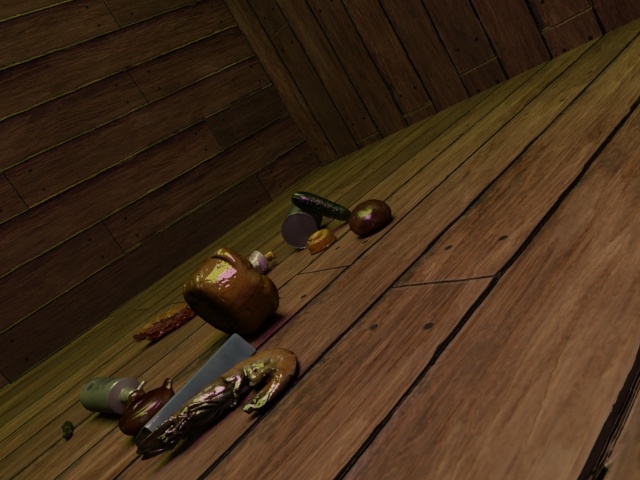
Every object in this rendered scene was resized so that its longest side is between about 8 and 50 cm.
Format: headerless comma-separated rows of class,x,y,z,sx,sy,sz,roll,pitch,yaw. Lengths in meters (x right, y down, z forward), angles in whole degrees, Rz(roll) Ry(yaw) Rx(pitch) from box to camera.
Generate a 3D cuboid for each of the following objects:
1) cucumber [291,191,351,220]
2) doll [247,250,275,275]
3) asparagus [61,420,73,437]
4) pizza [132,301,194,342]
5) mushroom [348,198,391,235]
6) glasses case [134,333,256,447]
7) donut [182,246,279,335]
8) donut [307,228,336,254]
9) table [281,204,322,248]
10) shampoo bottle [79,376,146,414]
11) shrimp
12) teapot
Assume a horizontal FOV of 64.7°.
cucumber,0.012,-0.109,1.684,0.069,0.227,0.069,-161,90,-87
doll,-0.238,0.101,1.672,0.207,0.081,0.129,-40,7,-28
asparagus,-0.638,0.478,1.271,0.025,0.021,0.108,-41,15,-22
pizza,-0.511,0.274,1.700,0.246,0.058,0.127,-34,11,-19
mushroom,0.142,-0.061,1.421,0.127,0.087,0.127,-22,37,17
glasses case,-0.244,0.286,0.985,0.105,0.056,0.266,-21,15,37
donut,-0.210,0.130,1.186,0.128,0.208,0.261,-53,7,-28
donut,0.000,0.000,1.585,0.097,0.043,0.108,-32,16,0
table,-0.062,-0.063,1.786,0.126,0.126,0.220,-29,12,13
shampoo bottle,-0.490,0.368,1.200,0.262,0.085,0.085,-18,18,47
shrimp,-0.158,0.273,0.843,0.296,0.058,0.169,-35,14,-30
teapot,-0.348,0.329,1.012,0.129,0.078,0.098,-39,14,-31
